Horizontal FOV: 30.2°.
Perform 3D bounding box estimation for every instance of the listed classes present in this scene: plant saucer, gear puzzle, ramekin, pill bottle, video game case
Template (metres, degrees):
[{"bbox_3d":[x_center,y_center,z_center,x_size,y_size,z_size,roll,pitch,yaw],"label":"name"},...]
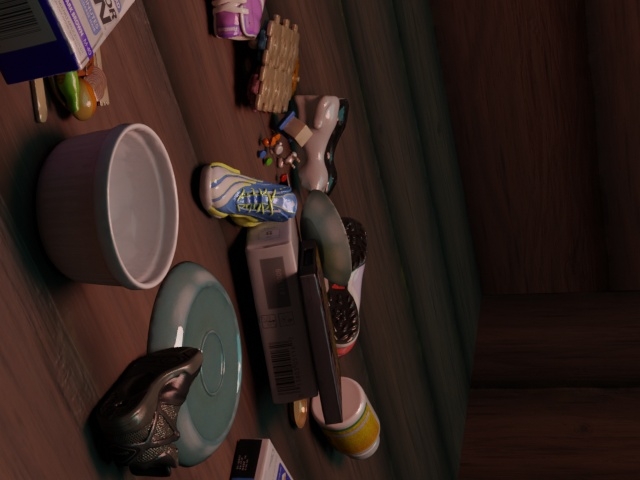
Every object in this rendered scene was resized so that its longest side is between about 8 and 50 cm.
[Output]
[{"bbox_3d":[0.000,0.000,2.261,0.195,0.037,0.195,52,-28,43],"label":"plant saucer"},{"bbox_3d":[-0.084,-0.324,2.224,0.339,0.044,0.176,-22,122,-79],"label":"gear puzzle"},{"bbox_3d":[-0.266,-0.040,1.478,0.207,0.109,0.207,-3,90,-73],"label":"ramekin"},{"bbox_3d":[-0.183,0.190,1.840,0.317,0.043,0.318,-3,90,-74],"label":"plant saucer"},{"bbox_3d":[-0.046,0.326,2.328,0.083,0.015,0.083,-3,90,-74],"label":"plant saucer"},{"bbox_3d":[0.060,0.381,2.499,0.208,0.117,0.118,64,29,-54],"label":"pill bottle"},{"bbox_3d":[0.000,0.159,2.138,0.248,0.035,0.275,-89,169,-76],"label":"video game case"}]

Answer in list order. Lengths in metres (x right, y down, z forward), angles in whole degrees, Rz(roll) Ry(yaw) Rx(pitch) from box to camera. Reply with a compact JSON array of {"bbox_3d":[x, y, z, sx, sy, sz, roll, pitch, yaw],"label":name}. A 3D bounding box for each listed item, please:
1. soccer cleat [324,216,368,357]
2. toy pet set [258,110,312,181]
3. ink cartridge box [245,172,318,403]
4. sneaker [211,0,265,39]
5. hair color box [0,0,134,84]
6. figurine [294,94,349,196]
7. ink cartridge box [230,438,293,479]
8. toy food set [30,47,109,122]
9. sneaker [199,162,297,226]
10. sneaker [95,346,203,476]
[{"bbox_3d":[0.040,0.100,2.545,0.116,0.108,0.318,103,-8,-59],"label":"soccer cleat"},{"bbox_3d":[-0.079,-0.192,2.259,0.114,0.065,0.122,-50,150,-6],"label":"toy pet set"},{"bbox_3d":[-0.072,0.077,2.228,0.385,0.091,0.308,-97,177,-68],"label":"ink cartridge box"},{"bbox_3d":[-0.149,-0.425,1.955,0.282,0.102,0.161,48,45,-65],"label":"sneaker"},{"bbox_3d":[-0.299,-0.348,1.397,0.339,0.110,0.185,-73,149,-52],"label":"hair color box"},{"bbox_3d":[0.001,-0.189,2.422,0.215,0.092,0.210,-26,117,-80],"label":"figurine"},{"bbox_3d":[-0.082,0.499,2.095,0.333,0.065,0.165,66,26,-48],"label":"ink cartridge box"},{"bbox_3d":[-0.304,-0.218,1.499,0.192,0.038,0.132,-42,127,-69],"label":"toy food set"},{"bbox_3d":[-0.111,-0.079,1.974,0.240,0.126,0.091,23,65,-72],"label":"sneaker"},{"bbox_3d":[-0.224,0.237,1.624,0.227,0.087,0.130,-55,141,-60],"label":"sneaker"}]
